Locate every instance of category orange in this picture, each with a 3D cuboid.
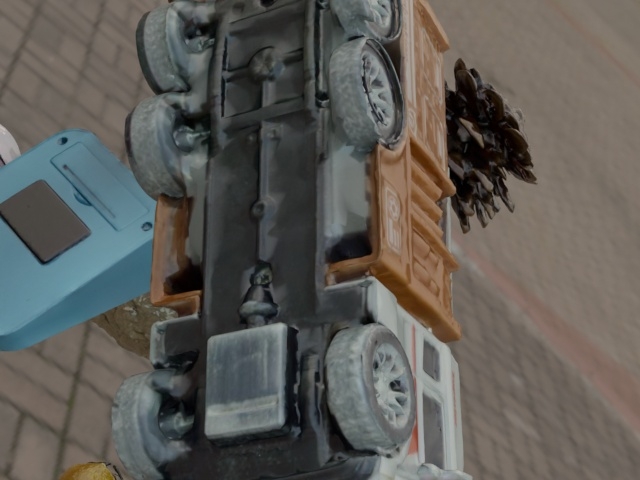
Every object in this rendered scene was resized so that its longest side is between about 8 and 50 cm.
[{"bbox_3d":[-0.346,0.411,1.925,0.112,0.160,0.170,8,17,-37],"label":"orange"}]

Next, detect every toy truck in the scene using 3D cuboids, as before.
[{"bbox_3d":[0.000,0.000,0.830,0.207,0.173,0.388,38,46,-53],"label":"toy truck"}]

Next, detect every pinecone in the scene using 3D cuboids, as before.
[{"bbox_3d":[0.196,-0.122,1.935,0.264,0.264,0.264,38,22,-19],"label":"pinecone"}]

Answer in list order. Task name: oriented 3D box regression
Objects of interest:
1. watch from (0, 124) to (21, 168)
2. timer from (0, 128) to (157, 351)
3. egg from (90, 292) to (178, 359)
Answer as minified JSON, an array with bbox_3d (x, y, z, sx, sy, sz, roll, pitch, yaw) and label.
[{"bbox_3d":[-0.635,-0.099,2.197,0.217,0.248,0.211,32,22,-16],"label":"watch"},{"bbox_3d":[-0.309,0.008,1.464,0.232,0.250,0.091,43,-25,36],"label":"timer"},{"bbox_3d":[-0.194,0.066,1.925,0.279,0.310,0.279,-8,90,-87],"label":"egg"}]
